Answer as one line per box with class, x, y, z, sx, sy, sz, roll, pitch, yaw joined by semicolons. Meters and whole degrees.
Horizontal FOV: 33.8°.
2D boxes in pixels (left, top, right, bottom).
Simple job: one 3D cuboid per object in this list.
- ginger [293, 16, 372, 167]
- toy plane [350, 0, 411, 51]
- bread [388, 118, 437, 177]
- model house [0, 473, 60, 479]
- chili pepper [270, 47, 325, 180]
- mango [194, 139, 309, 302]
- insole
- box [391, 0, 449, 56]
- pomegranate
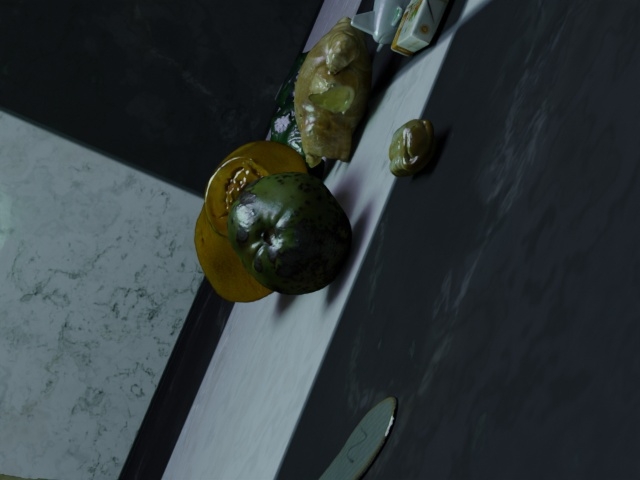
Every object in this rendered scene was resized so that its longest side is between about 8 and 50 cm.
ginger;0.016;-0.190;1.419;0.157;0.102;0.216;-98;18;-56
toy plane;0.098;-0.320;1.340;0.174;0.080;0.174;-156;90;-83
bread;0.084;-0.082;0.965;0.088;0.034;0.049;142;136;-80
model house;-0.422;0.549;1.225;0.400;0.395;0.445;-103;29;-72
chili pepper;-0.016;-0.208;1.599;0.148;0.116;0.264;112;179;-64
mango;-0.080;-0.026;1.357;0.187;0.144;0.359;-50;-9;-23
insole;0.015;0.175;0.798;0.064;0.004;0.188;-74;12;-47
box;0.146;-0.324;1.218;0.122;0.032;0.220;-157;90;-82
pomegranate;-0.037;0.003;1.152;0.125;0.138;0.163;-40;-17;-32
